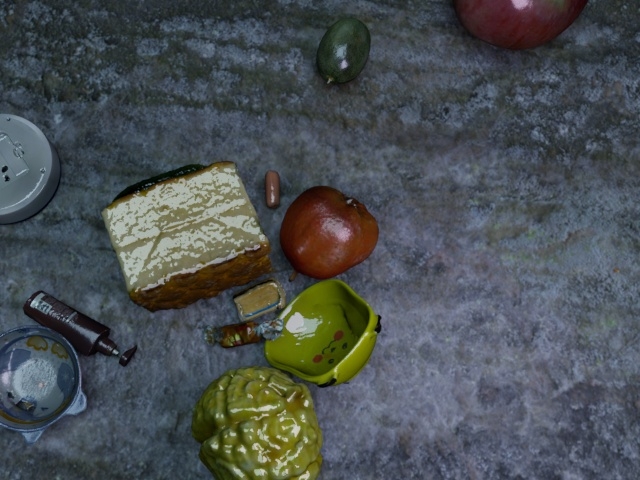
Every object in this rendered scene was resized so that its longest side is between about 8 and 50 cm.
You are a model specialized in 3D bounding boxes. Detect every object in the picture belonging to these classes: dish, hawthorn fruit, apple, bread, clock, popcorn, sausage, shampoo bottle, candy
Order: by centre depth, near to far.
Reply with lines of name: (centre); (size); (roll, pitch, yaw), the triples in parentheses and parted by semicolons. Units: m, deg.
popcorn: (-0.120, 0.370, 1.445); (0.270, 0.257, 0.224); (21, 36, 41)
bread: (-0.256, 0.002, 1.521); (0.279, 0.279, 0.207); (-22, 80, -5)
dish: (-0.578, 0.283, 1.525); (0.228, 0.086, 0.236); (-38, 81, -10)
dish: (0.022, 0.204, 1.527); (0.221, 0.262, 0.108); (-49, 125, -11)
shampoo bottle: (-0.489, 0.183, 1.567); (0.236, 0.067, 0.068); (31, 86, 5)
candy: (-0.162, 0.190, 1.568); (0.182, 0.046, 0.053); (-10, 88, 19)
hawthorn fruit: (0.000, 0.000, 1.595); (0.196, 0.196, 0.225); (40, 101, 7)
bread: (-0.125, 0.123, 1.600); (0.106, 0.053, 0.072); (-22, 81, 7)
clock: (-0.677, -0.153, 1.636); (0.230, 0.083, 0.230); (1, 75, -5)
sausage: (-0.105, -0.111, 1.677); (0.034, 0.034, 0.083); (-1, 75, -3)
apple: (0.446, -0.594, 1.724); (0.345, 0.269, 0.344); (3, 82, -22)

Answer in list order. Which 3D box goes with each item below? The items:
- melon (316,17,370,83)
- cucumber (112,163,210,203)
melon: (0.051, -0.420, 1.723); (0.114, 0.114, 0.167); (23, 73, 3)
cucumber: (-0.336, -0.113, 1.652); (0.227, 0.069, 0.069); (-24, 78, -13)
